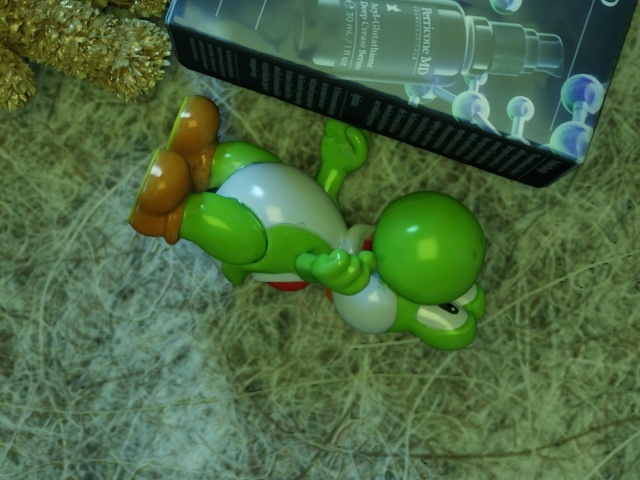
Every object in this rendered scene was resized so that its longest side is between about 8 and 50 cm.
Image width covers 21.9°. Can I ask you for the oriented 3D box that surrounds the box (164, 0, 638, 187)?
[{"bbox_3d":[0.090,-0.254,1.549,0.395,0.212,0.293,18,86,-1],"label":"box"}]

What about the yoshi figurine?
[{"bbox_3d":[0.012,-0.023,1.601,0.362,0.203,0.203,25,88,-3],"label":"yoshi figurine"}]

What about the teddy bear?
[{"bbox_3d":[-0.299,-0.249,1.630,0.338,0.113,0.245,29,93,-1],"label":"teddy bear"}]
